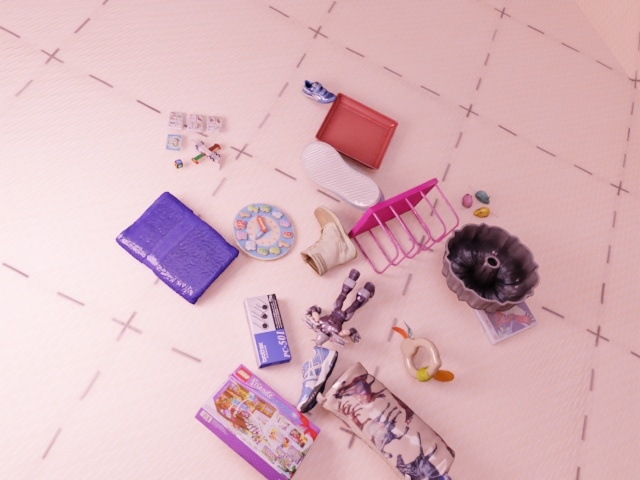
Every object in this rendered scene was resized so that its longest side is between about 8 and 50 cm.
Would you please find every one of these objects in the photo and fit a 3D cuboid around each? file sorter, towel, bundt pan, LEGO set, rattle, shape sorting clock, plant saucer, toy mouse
[{"bbox_3d":[0.281,-0.041,1.971,0.290,0.202,0.182,-25,75,-27],"label":"file sorter"},{"bbox_3d":[-0.426,0.022,1.794,0.308,0.076,0.228,39,66,5],"label":"towel"},{"bbox_3d":[0.554,0.104,2.003,0.330,0.124,0.331,7,53,-9],"label":"bundt pan"},{"bbox_3d":[-0.425,-0.325,2.002,0.182,0.060,0.244,4,53,-11],"label":"LEGO set"},{"bbox_3d":[0.323,0.341,1.856,0.142,0.130,0.200,-3,37,-31],"label":"rattle"},{"bbox_3d":[-0.182,-0.032,1.911,0.206,0.040,0.206,7,61,-13],"label":"shape sorting clock"},{"bbox_3d":[0.132,-0.396,2.202,0.258,0.048,0.259,26,59,-3],"label":"plant saucer"},{"bbox_3d":[0.582,-0.153,2.221,0.160,0.031,0.143,-1,63,-18],"label":"toy mouse"}]

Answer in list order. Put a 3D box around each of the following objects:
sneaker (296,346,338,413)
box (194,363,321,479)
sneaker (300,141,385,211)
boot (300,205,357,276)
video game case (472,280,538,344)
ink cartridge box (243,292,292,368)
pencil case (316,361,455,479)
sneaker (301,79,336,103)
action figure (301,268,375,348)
[{"bbox_3d":[-0.023,0.400,1.718,0.081,0.080,0.211,21,53,13],"label":"sneaker"},{"bbox_3d":[-0.161,0.488,1.586,0.293,0.057,0.201,39,34,6],"label":"box"},{"bbox_3d":[0.076,-0.201,2.051,0.135,0.150,0.366,-46,61,1],"label":"sneaker"},{"bbox_3d":[0.000,0.000,1.932,0.165,0.077,0.213,-27,76,-26],"label":"boot"},{"bbox_3d":[0.617,0.238,2.027,0.201,0.023,0.184,-17,69,-25],"label":"video game case"},{"bbox_3d":[-0.158,0.264,1.757,0.097,0.046,0.207,-7,66,-19],"label":"ink cartridge box"},{"bbox_3d":[0.181,0.525,1.657,0.410,0.160,0.183,42,44,7],"label":"pencil case"},{"bbox_3d":[-0.008,-0.554,2.217,0.144,0.059,0.053,22,56,15],"label":"sneaker"},{"bbox_3d":[0.062,0.225,1.812,0.185,0.099,0.285,36,56,7],"label":"action figure"}]
